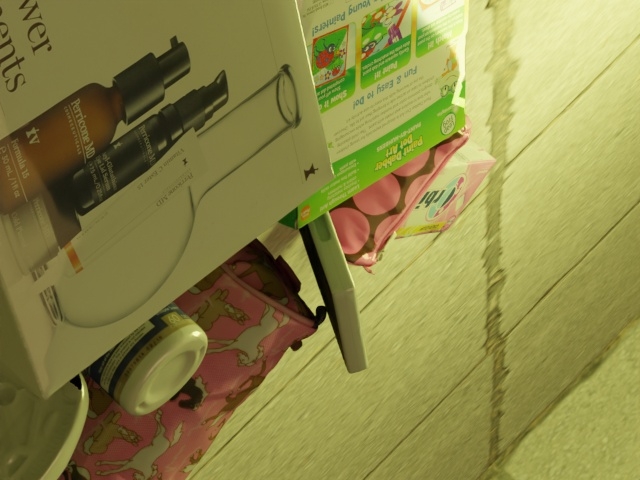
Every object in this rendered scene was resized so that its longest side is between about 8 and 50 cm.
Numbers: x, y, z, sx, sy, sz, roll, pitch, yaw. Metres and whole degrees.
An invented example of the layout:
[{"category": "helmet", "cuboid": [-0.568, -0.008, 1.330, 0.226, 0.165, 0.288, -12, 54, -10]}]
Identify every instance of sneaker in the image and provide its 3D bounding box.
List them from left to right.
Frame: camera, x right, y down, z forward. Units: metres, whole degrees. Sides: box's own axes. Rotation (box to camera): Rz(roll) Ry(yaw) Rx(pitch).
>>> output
[{"category": "sneaker", "cuboid": [-0.319, 0.241, 1.816, 0.323, 0.130, 0.236, -52, 171, -4]}]

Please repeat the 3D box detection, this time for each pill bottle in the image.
[{"category": "pill bottle", "cuboid": [-0.184, 0.060, 1.657, 0.094, 0.169, 0.094, -43, 161, -18]}]

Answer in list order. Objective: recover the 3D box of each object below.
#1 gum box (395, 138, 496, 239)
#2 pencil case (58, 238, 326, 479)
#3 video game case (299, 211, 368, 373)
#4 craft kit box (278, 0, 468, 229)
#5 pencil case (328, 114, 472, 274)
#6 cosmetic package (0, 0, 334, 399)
[{"category": "gum box", "cuboid": [0.115, -0.064, 2.242, 0.107, 0.062, 0.188, -56, 160, 20]}, {"category": "pencil case", "cuboid": [-0.161, 0.170, 1.953, 0.386, 0.167, 0.160, -52, -160, 11]}, {"category": "video game case", "cuboid": [0.000, 0.000, 1.914, 0.026, 0.206, 0.227, -18, 157, -3]}, {"category": "craft kit box", "cuboid": [0.041, -0.169, 1.763, 0.250, 0.061, 0.246, -32, 131, -40]}, {"category": "pencil case", "cuboid": [0.075, -0.069, 2.091, 0.209, 0.098, 0.095, -55, 160, 15]}, {"category": "cosmetic package", "cuboid": [-0.148, -0.127, 1.274, 0.284, 0.097, 0.377, -40, 135, -30]}]
